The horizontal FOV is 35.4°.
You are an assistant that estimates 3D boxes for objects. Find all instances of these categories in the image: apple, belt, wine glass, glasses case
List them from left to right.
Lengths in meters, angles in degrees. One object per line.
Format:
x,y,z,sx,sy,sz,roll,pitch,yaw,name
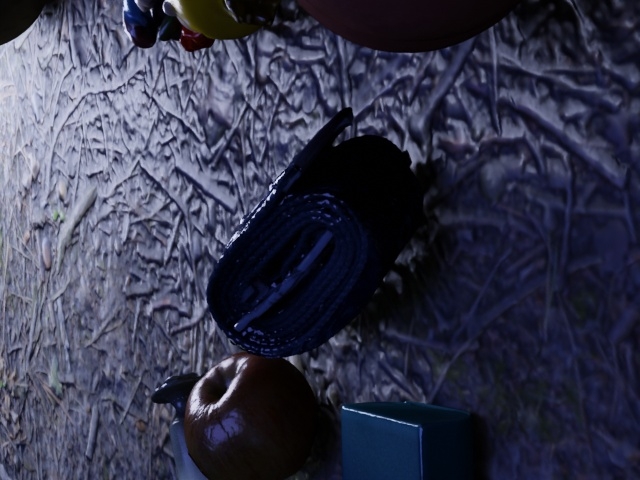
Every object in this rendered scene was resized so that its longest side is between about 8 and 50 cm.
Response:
-0.124,0.217,1.022,0.072,0.072,0.155,-43,58,44,wine glass
-0.060,0.162,0.905,0.126,0.126,0.102,-7,127,53,apple
0.000,0.001,0.823,0.122,0.128,0.218,42,135,-2,belt
0.072,0.280,0.775,0.117,0.070,0.301,0,93,59,glasses case

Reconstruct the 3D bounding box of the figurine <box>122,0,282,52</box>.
-0.116,-0.237,0.970,0.234,0.127,0.185,43,129,32,figurine

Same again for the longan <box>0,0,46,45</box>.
-0.486,-0.368,1.377,0.246,0.246,0.215,43,137,43,longan

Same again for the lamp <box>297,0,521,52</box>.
0.052,-0.267,0.597,0.305,0.239,0.306,16,-90,-89,lamp
